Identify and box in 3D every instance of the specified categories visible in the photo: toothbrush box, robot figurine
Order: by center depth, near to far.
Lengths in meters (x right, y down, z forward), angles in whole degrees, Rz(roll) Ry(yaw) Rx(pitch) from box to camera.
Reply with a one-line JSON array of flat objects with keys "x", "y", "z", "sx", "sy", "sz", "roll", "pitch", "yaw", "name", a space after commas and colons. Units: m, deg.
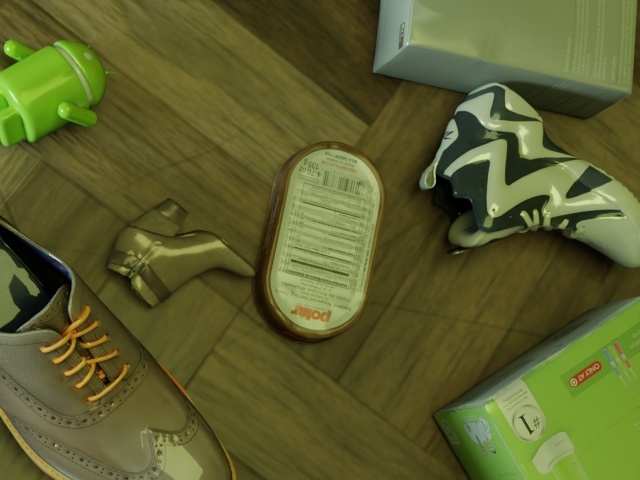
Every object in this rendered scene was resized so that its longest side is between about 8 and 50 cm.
[{"x": -0.236, "y": -0.130, "z": 1.252, "sx": 0.115, "sy": 0.067, "sz": 0.101, "roll": -33, "pitch": 61, "yaw": -20, "name": "robot figurine"}, {"x": 0.272, "y": 0.223, "z": 1.322, "sx": 0.206, "sy": 0.122, "sz": 0.283, "roll": -31, "pitch": 89, "yaw": -22, "name": "toothbrush box"}]

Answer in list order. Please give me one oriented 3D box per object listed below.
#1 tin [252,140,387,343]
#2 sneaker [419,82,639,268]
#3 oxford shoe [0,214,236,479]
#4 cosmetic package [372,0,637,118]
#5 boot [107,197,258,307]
[{"x": 0.000, "y": 0.000, "z": 1.323, "sx": 0.106, "sy": 0.040, "sz": 0.189, "roll": 14, "pitch": 75, "yaw": -11, "name": "tin"}, {"x": 0.193, "y": -0.020, "z": 1.363, "sx": 0.235, "sy": 0.094, "sz": 0.153, "roll": 43, "pitch": 75, "yaw": -11, "name": "sneaker"}, {"x": -0.206, "y": 0.101, "z": 1.158, "sx": 0.364, "sy": 0.133, "sz": 0.130, "roll": 42, "pitch": 69, "yaw": -6, "name": "oxford shoe"}, {"x": 0.178, "y": -0.206, "z": 1.389, "sx": 0.238, "sy": 0.107, "sz": 0.127, "roll": 11, "pitch": 76, "yaw": -13, "name": "cosmetic package"}, {"x": -0.126, "y": 0.023, "z": 1.277, "sx": 0.118, "sy": 0.042, "sz": 0.087, "roll": 38, "pitch": 77, "yaw": -7, "name": "boot"}]
